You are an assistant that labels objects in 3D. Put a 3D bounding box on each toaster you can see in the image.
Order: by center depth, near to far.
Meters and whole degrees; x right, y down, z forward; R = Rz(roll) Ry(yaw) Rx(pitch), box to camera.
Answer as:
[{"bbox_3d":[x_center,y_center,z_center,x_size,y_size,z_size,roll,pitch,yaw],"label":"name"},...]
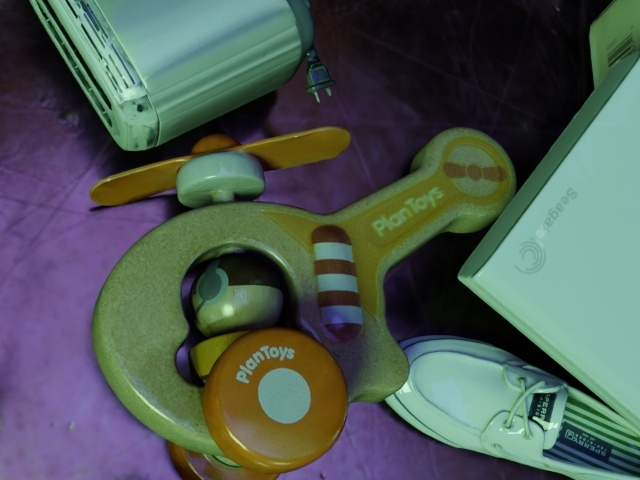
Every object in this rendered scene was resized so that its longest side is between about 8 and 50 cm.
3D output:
[{"bbox_3d":[-0.109,-0.163,0.583,0.146,0.129,0.227,-32,91,-15],"label":"toaster"}]

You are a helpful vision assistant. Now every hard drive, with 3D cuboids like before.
[{"bbox_3d":[0.275,0.043,0.599,0.307,0.040,0.203,39,82,-10],"label":"hard drive"}]

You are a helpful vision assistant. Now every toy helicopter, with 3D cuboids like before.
[{"bbox_3d":[0.000,0.000,0.599,0.355,0.140,0.235,-31,79,-30],"label":"toy helicopter"}]

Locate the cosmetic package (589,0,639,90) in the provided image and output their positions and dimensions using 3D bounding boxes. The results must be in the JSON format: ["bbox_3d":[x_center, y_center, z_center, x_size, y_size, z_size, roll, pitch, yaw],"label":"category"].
[{"bbox_3d":[0.400,-0.129,0.703,0.310,0.113,0.160,1,78,-7],"label":"cosmetic package"}]

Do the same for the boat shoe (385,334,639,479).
[{"bbox_3d":[0.157,0.125,0.624,0.226,0.076,0.083,19,74,-11],"label":"boat shoe"}]
